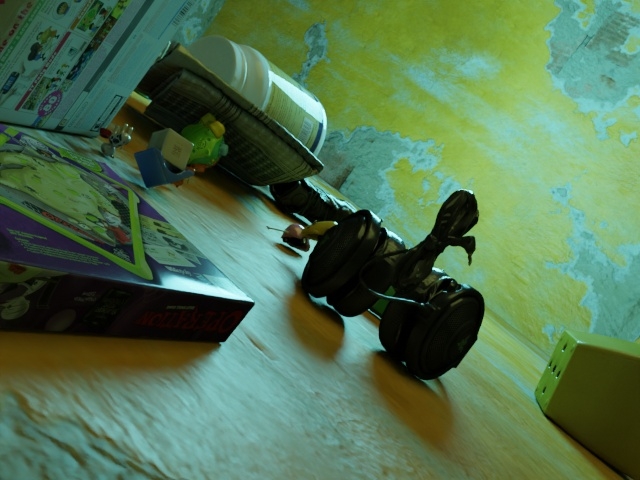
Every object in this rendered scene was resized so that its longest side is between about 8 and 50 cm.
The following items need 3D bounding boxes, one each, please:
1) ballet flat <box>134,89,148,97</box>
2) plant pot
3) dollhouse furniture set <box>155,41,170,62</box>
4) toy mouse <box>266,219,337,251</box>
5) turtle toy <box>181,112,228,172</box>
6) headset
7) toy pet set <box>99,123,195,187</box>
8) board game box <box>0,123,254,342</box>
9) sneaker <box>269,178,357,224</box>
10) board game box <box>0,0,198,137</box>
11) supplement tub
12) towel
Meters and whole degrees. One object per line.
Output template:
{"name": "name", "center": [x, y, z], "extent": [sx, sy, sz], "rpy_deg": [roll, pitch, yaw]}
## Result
{"name": "ballet flat", "center": [-0.385, -0.369, 1.705], "extent": [0.072, 0.068, 0.213], "rpy_deg": [36, 8, -1]}
{"name": "plant pot", "center": [0.517, 0.276, 1.340], "extent": [0.187, 0.212, 0.212], "rpy_deg": [25, 6, 8]}
{"name": "dollhouse furniture set", "center": [-0.420, -0.523, 1.614], "extent": [0.356, 0.173, 0.303], "rpy_deg": [32, 9, -12]}
{"name": "toy mouse", "center": [0.000, 0.000, 1.118], "extent": [0.161, 0.031, 0.143], "rpy_deg": [11, -17, 8]}
{"name": "turtle toy", "center": [-0.196, -0.155, 1.185], "extent": [0.066, 0.095, 0.130], "rpy_deg": [55, -5, -32]}
{"name": "headset", "center": [0.108, 0.045, 0.907], "extent": [0.243, 0.185, 0.394], "rpy_deg": [37, -4, 8]}
{"name": "toy pet set", "center": [-0.203, -0.086, 0.883], "extent": [0.114, 0.065, 0.122], "rpy_deg": [-5, -29, 42]}
{"name": "board game box", "center": [-0.202, -0.022, 0.448], "extent": [0.208, 0.056, 0.347], "rpy_deg": [44, 10, 25]}
{"name": "sneaker", "center": [-0.012, -0.065, 1.463], "extent": [0.228, 0.087, 0.130], "rpy_deg": [37, 14, -3]}
{"name": "board game box", "center": [-0.265, -0.228, 0.752], "extent": [0.097, 0.224, 0.303], "rpy_deg": [38, 7, 3]}
{"name": "supplement tub", "center": [-0.157, -0.282, 1.573], "extent": [0.228, 0.228, 0.316], "rpy_deg": [42, 9, 37]}
{"name": "towel", "center": [-0.180, -0.199, 1.285], "extent": [0.324, 0.056, 0.312], "rpy_deg": [38, -14, -21]}
